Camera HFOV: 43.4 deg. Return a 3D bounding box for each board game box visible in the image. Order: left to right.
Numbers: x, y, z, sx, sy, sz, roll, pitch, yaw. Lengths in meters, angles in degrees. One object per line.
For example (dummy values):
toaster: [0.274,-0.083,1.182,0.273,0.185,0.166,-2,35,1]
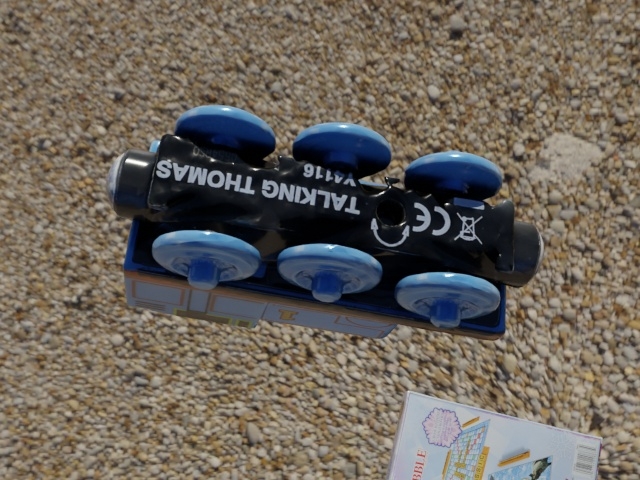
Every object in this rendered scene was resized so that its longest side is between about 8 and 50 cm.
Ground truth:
board game box: [0.252,0.427,1.249,0.317,0.066,0.319,14,75,2]

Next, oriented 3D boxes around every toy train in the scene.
toy train: [0.000,0.000,0.354,0.184,0.105,0.080,10,68,-8]
